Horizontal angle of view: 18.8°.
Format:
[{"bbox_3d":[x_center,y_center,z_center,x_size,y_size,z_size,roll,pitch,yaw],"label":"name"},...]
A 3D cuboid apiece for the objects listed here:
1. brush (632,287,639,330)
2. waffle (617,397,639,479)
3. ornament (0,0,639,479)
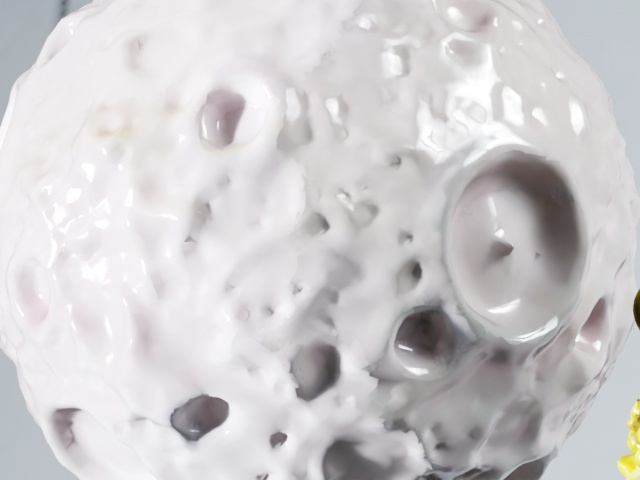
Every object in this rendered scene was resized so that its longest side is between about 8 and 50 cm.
[{"bbox_3d":[0.164,-0.048,0.630,0.082,0.010,0.218,25,119,-2],"label":"brush"},{"bbox_3d":[0.279,0.115,1.194,0.197,0.193,0.070,-54,36,42],"label":"waffle"},{"bbox_3d":[0.000,0.000,0.745,0.225,0.259,0.259,0,66,52],"label":"ornament"}]
